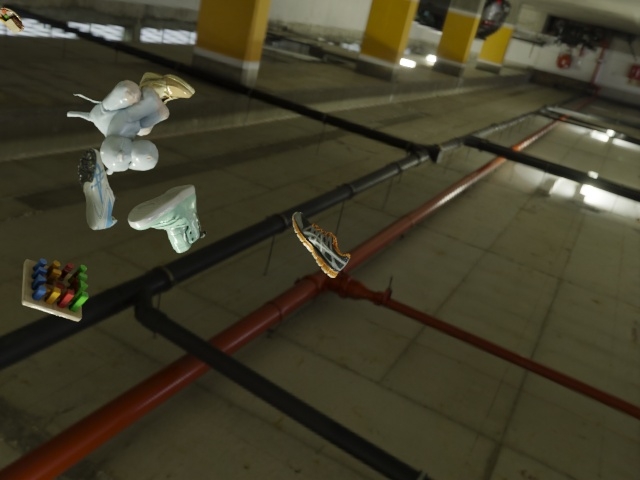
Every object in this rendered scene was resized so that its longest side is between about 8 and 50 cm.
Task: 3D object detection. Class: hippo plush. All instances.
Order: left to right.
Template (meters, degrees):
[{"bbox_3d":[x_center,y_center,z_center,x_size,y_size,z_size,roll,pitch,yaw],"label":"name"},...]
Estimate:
[{"bbox_3d":[-0.612,-0.343,1.889,0.294,0.234,0.237,2,-114,-33],"label":"hippo plush"}]

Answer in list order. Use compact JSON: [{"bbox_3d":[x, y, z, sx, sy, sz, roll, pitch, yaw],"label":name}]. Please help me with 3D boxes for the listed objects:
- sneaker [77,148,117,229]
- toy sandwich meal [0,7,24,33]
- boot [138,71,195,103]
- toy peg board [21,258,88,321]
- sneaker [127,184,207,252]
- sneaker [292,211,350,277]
[{"bbox_3d":[-0.612,-0.144,1.669,0.085,0.237,0.086,27,-145,35],"label":"sneaker"},{"bbox_3d":[-0.981,-0.695,1.907,0.085,0.085,0.029,17,-121,8],"label":"toy sandwich meal"},{"bbox_3d":[-0.581,-0.490,2.140,0.262,0.203,0.095,18,163,32],"label":"boot"},{"bbox_3d":[-0.709,0.115,1.635,0.160,0.079,0.161,30,-156,-41],"label":"toy peg board"},{"bbox_3d":[-0.351,-0.032,1.424,0.094,0.151,0.256,-6,-164,18],"label":"sneaker"},{"bbox_3d":[0.000,0.000,1.710,0.215,0.083,0.084,52,-169,3],"label":"sneaker"}]
